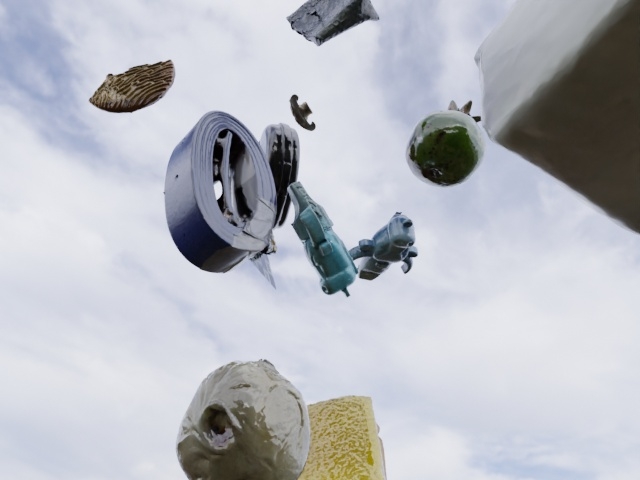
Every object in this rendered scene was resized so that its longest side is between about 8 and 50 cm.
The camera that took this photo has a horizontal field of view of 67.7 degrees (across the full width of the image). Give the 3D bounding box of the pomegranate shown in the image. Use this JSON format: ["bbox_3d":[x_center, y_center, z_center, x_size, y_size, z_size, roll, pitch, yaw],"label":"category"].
[{"bbox_3d":[0.295,-0.230,1.098,0.181,0.224,0.182,19,-35,14],"label":"pomegranate"}]

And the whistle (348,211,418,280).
[{"bbox_3d":[0.163,0.027,1.203,0.180,0.093,0.269,7,-38,-16],"label":"whistle"}]

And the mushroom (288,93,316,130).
[{"bbox_3d":[-0.045,-0.313,1.178,0.049,0.019,0.101,-37,-67,-2],"label":"mushroom"}]

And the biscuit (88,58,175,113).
[{"bbox_3d":[-0.486,-0.413,1.254,0.176,0.229,0.031,30,-22,15],"label":"biscuit"}]

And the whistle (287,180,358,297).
[{"bbox_3d":[0.000,0.000,1.035,0.093,0.274,0.186,-27,0,-10],"label":"whistle"}]

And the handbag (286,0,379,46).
[{"bbox_3d":[0.020,-0.522,1.094,0.175,0.270,0.089,-30,-53,2],"label":"handbag"}]

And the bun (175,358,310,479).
[{"bbox_3d":[-0.100,0.234,0.588,0.166,0.173,0.113,-31,-24,0],"label":"bun"}]

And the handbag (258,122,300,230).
[{"bbox_3d":[-0.130,-0.170,1.314,0.092,0.254,0.308,6,-45,-15],"label":"handbag"}]

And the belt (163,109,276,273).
[{"bbox_3d":[-0.206,-0.105,0.996,0.212,0.347,0.117,22,-43,-40],"label":"belt"}]

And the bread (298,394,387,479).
[{"bbox_3d":[-0.016,0.504,1.026,0.323,0.333,0.143,-15,-72,5],"label":"bread"}]

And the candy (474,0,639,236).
[{"bbox_3d":[0.270,-0.163,0.277,0.207,0.145,0.359,23,-39,-10],"label":"candy"}]

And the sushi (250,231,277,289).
[{"bbox_3d":[-0.143,-0.004,1.193,0.050,0.192,0.215,-21,-30,5],"label":"sushi"}]
